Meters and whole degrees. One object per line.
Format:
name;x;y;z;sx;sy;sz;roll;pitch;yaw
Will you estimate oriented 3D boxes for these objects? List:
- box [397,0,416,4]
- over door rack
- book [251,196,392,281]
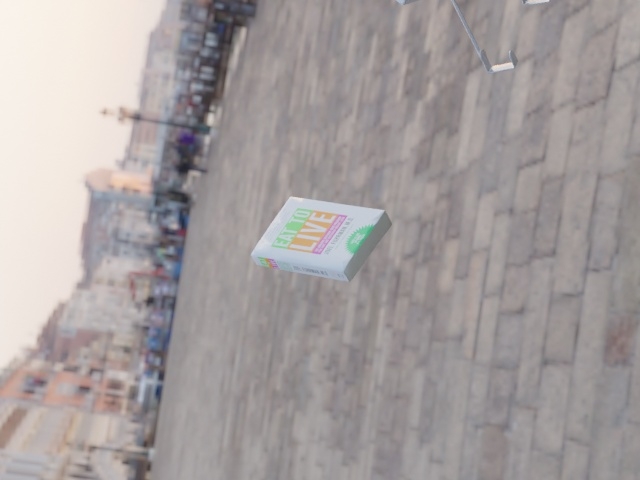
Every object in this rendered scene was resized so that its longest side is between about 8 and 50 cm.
box;0.125;-0.493;1.853;0.119;0.181;0.182;-26;-34;-44
over door rack;0.249;-0.469;2.096;0.108;0.324;0.239;-19;31;45
book;0.000;0.000;1.392;0.096;0.144;0.035;-53;-48;-30
